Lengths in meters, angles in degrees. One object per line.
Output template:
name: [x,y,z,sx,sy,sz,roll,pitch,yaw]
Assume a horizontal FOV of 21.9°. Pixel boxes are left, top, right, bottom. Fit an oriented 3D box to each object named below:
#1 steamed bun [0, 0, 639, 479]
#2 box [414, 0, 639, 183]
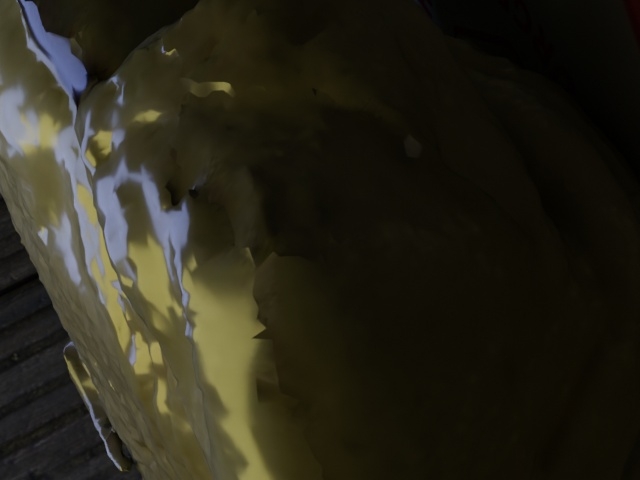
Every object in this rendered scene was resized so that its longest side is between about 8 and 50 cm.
steamed bun: [0.003,0.005,0.705,0.372,0.230,0.324,48,161,47]
box: [0.221,-0.120,0.805,0.312,0.300,0.314,66,169,-20]
